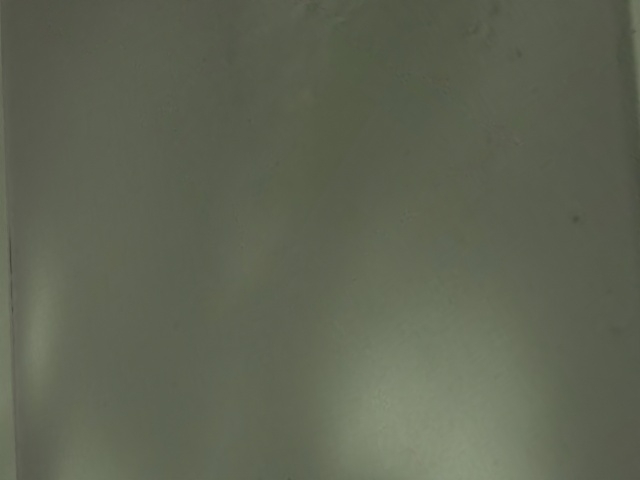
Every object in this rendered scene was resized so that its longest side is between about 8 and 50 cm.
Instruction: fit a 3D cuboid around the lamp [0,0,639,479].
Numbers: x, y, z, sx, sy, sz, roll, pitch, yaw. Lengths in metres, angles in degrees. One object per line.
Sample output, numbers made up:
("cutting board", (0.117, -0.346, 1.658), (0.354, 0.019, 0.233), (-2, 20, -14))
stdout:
("lamp", (0.000, 0.000, 0.530), (0.266, 0.047, 0.269), (-10, -102, 34))
